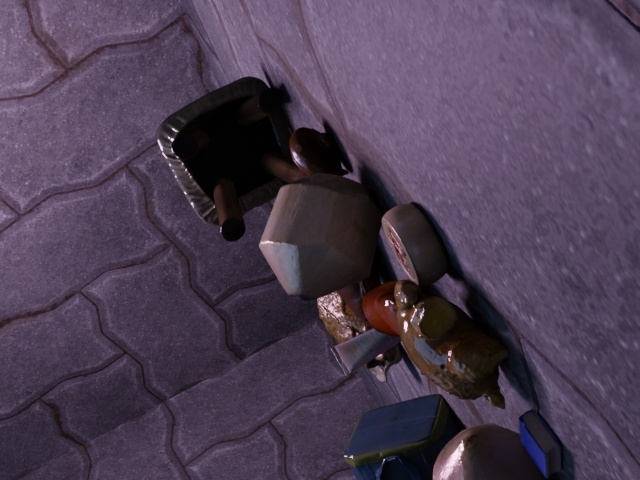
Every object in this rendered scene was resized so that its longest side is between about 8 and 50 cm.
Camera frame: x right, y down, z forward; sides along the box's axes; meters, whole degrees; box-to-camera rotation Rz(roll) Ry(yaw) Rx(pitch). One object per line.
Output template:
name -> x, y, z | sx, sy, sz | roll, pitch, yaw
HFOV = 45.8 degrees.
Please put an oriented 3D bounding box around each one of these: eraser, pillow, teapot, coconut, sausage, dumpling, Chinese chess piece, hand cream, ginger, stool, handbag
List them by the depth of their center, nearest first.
eraser -> 0.293, 0.272, 1.013 | 0.063, 0.027, 0.084 | 59, 174, 41
ginger -> 0.181, 0.147, 1.049 | 0.216, 0.102, 0.157 | 46, 159, 22
Chinese chess piece -> 0.133, 0.006, 1.079 | 0.122, 0.051, 0.122 | 61, 174, 10
coconut -> 0.250, 0.352, 1.129 | 0.182, 0.171, 0.171 | 62, 175, -23
coconut -> 0.000, 0.000, 1.320 | 0.202, 0.221, 0.202 | 17, 169, 3
sausage -> 0.140, 0.123, 1.375 | 0.097, 0.094, 0.348 | 49, 173, -1
teapot -> 0.001, -0.163, 1.413 | 0.129, 0.078, 0.098 | 52, -147, 12
hand cream -> 0.114, 0.215, 1.606 | 0.076, 0.174, 0.047 | 57, 173, 36
pillow -> 0.036, -0.006, 1.628 | 0.305, 0.109, 0.307 | -119, 8, -56
handbag -> 0.212, 0.505, 1.705 | 0.241, 0.263, 0.222 | 64, -159, -14
stool -> -0.191, -0.191, 1.776 | 0.310, 0.310, 0.226 | 62, 175, -21
dumpling -> 0.150, 0.283, 1.967 | 0.136, 0.119, 0.199 | 74, -172, -56

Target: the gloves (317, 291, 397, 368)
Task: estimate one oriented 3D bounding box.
gloves -> 0.083, 0.175, 1.807 | 0.356, 0.155, 0.203 | 49, 170, 53
